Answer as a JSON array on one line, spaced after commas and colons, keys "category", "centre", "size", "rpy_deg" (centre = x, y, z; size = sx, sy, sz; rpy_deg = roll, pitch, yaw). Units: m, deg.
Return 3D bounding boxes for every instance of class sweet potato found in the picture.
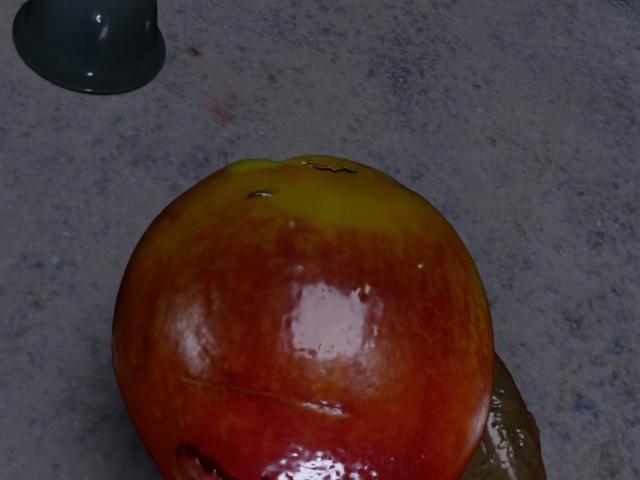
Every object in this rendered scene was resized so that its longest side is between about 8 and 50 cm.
[{"category": "sweet potato", "centre": [0.164, 0.159, 1.003], "size": [0.109, 0.109, 0.385], "rpy_deg": [-1, 54, -23]}]

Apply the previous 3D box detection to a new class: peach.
[{"category": "peach", "centre": [-0.019, 0.107, 0.814], "size": [0.369, 0.370, 0.370], "rpy_deg": [11, 51, -14]}]

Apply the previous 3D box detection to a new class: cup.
[{"category": "cup", "centre": [-0.283, -0.309, 1.143], "size": [0.199, 0.150, 0.199], "rpy_deg": [11, 51, -14]}]
